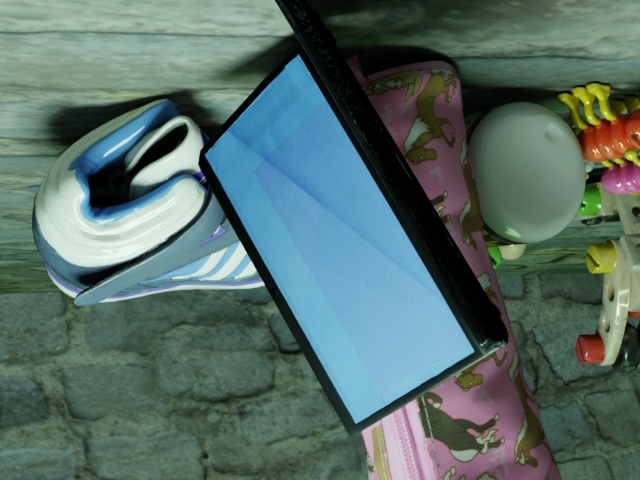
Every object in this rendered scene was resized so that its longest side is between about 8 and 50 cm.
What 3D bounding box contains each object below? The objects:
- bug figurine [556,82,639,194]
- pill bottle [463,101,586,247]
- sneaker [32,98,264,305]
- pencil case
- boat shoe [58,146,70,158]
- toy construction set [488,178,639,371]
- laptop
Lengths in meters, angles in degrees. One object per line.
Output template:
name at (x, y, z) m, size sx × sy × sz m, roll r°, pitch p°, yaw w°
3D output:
bug figurine at (0.300, -0.082, 0.986) m, size 0.279 × 0.072 × 0.216 m, roll 1°, pitch 173°, yaw -33°
pill bottle at (0.124, -0.050, 0.956) m, size 0.117 × 0.117 × 0.215 m, roll 0°, pitch 177°, yaw -27°
sneaker at (-0.084, -0.042, 0.925) m, size 0.323 × 0.130 × 0.236 m, roll -14°, pitch 165°, yaw -18°
pencil case at (0.070, 0.061, 0.800) m, size 0.160 × 0.386 × 0.167 m, roll -12°, pitch 177°, yaw -19°
boat shoe at (-0.190, -0.066, 1.026) m, size 0.045 × 0.050 × 0.135 m, roll 29°, pitch -174°, yaw 34°
toy construction set at (0.328, -0.012, 1.242) m, size 0.309 × 0.257 × 0.237 m, roll 19°, pitch 155°, yaw 3°
laptop at (-0.006, -0.010, 0.624) m, size 0.137 × 0.234 × 0.264 m, roll -32°, pitch 169°, yaw 8°
